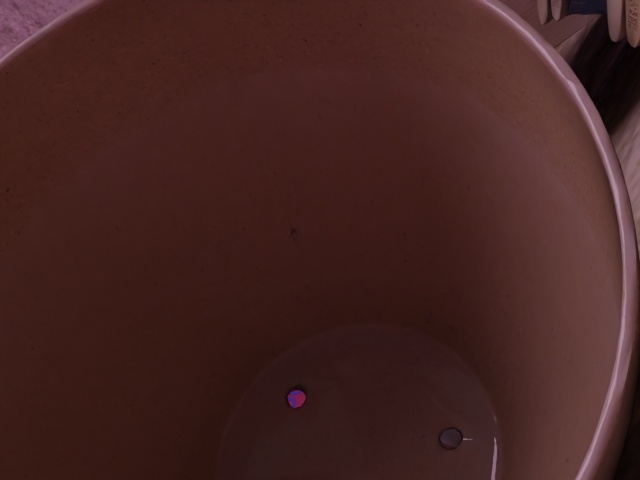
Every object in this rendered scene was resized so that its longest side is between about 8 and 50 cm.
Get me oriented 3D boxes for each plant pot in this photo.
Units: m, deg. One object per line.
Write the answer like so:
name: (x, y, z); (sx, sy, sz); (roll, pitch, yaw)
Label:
plant pot: (-0.013, 0.060, 0.447); (0.284, 0.284, 0.191); (-61, -31, -16)

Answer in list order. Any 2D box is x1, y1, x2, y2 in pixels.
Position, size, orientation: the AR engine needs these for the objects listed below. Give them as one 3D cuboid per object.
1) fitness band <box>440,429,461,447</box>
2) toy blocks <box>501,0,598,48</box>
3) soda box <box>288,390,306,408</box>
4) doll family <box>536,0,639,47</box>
fitness band: (0.053, 0.074, 0.727); (0.291, 0.054, 0.209); (-60, 3, -28)
toy blocks: (0.127, -0.179, 0.770); (0.261, 0.191, 0.381); (-36, 6, 27)
soda box: (0.009, 0.068, 0.965); (0.263, 0.083, 0.092); (-63, 1, 19)
doll family: (0.150, -0.097, 0.414); (0.193, 0.111, 0.076); (-108, 14, -69)
